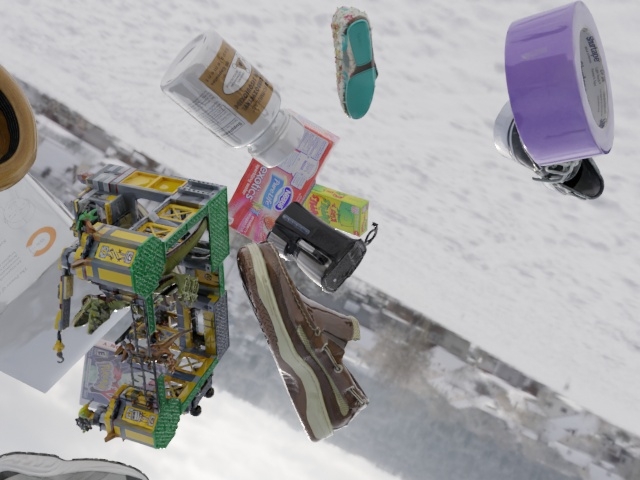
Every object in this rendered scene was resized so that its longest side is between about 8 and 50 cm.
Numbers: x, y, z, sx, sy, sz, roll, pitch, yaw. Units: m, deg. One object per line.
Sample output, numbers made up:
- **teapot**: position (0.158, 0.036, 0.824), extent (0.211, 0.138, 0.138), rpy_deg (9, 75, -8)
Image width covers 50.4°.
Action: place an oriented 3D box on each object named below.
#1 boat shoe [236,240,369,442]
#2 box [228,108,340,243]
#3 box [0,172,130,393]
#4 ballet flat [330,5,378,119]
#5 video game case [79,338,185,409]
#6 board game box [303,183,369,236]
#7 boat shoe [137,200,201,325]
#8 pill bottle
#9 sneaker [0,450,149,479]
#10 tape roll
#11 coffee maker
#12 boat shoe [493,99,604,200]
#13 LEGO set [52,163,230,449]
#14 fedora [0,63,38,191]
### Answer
- **boat shoe**: position (-0.009, 0.096, 0.712), extent (0.095, 0.095, 0.257), rpy_deg (-124, 13, -53)
- **box**: position (-0.092, -0.146, 1.613), extent (0.154, 0.299, 0.142), rpy_deg (29, -165, 1)
- **box**: position (-0.474, 0.033, 1.063), extent (0.345, 0.215, 0.168), rpy_deg (37, 168, 38)
- **ballet flat**: position (0.063, -0.349, 1.322), extent (0.077, 0.091, 0.240), rpy_deg (54, 158, 37)
- **video game case**: position (-0.366, 0.278, 1.309), extent (0.184, 0.023, 0.201), rpy_deg (17, 129, -6)
- **board game box**: position (0.038, -0.083, 1.795), extent (0.181, 0.043, 0.092), rpy_deg (20, 129, 27)
- **boat shoe**: position (-0.419, 0.061, 1.657), extent (0.132, 0.130, 0.355), rpy_deg (5, 123, 64)
- **pill bottle**: position (-0.141, -0.230, 1.145), extent (0.229, 0.131, 0.131), rpy_deg (39, 165, -30)
- **sneaker**: position (-0.429, 0.428, 1.178), extent (0.272, 0.107, 0.100), rpy_deg (16, 154, -33)
- **tape roll**: position (0.299, -0.191, 0.842), extent (0.080, 0.188, 0.189), rpy_deg (-9, 150, 35)
- **coffee maker**: position (0.000, 0.000, 1.442), extent (0.178, 0.171, 0.120), rpy_deg (36, 147, 28)
- **boat shoe**: position (0.407, -0.145, 1.177), extent (0.105, 0.113, 0.306), rpy_deg (36, -179, 44)
- **LEGO set**: position (-0.235, 0.065, 0.800), extent (0.192, 0.255, 0.331), rpy_deg (12, 130, 15)
- **fedora**: position (-0.422, -0.136, 0.771), extent (0.079, 0.194, 0.194), rpy_deg (-15, 147, 33)
